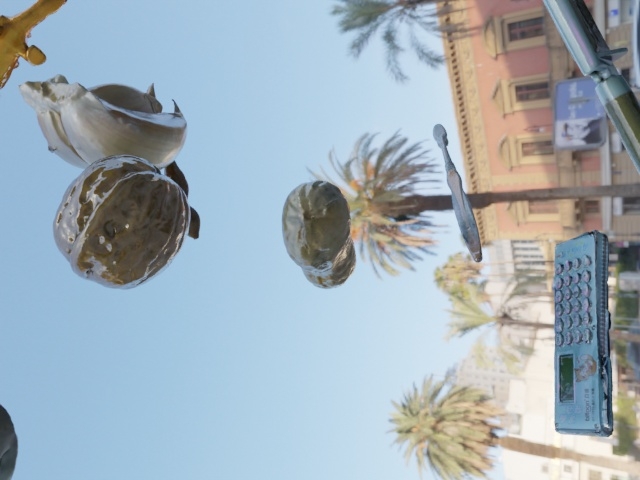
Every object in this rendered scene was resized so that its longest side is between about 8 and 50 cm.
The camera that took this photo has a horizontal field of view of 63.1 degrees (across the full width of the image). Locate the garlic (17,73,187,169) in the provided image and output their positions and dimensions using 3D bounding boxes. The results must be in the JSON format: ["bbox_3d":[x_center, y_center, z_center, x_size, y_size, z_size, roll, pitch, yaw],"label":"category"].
[{"bbox_3d":[-0.434,-0.245,1.110,0.313,0.286,0.249,-5,-96,-68],"label":"garlic"}]

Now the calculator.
[{"bbox_3d":[0.219,0.074,0.439,0.018,0.057,0.171,16,-112,-15],"label":"calculator"}]

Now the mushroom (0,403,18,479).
[{"bbox_3d":[-0.397,0.186,0.392,0.267,0.164,0.189,-35,-39,-39],"label":"mushroom"}]

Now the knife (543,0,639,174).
[{"bbox_3d":[0.172,-0.116,0.322,0.061,0.027,0.342,-17,-99,-50],"label":"knife"}]

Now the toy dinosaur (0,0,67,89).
[{"bbox_3d":[-0.390,-0.180,0.587,0.288,0.117,0.070,-42,-58,3],"label":"toy dinosaur"}]

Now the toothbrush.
[{"bbox_3d":[0.235,-0.098,0.910,0.375,0.028,0.037,-89,-25,-48],"label":"toothbrush"}]

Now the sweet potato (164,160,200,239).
[{"bbox_3d":[-0.340,-0.104,1.253,0.051,0.065,0.218,-177,69,-82],"label":"sweet potato"}]

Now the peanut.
[{"bbox_3d":[0.000,0.000,0.702,0.214,0.100,0.099,72,-150,-64],"label":"peanut"}]

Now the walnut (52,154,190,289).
[{"bbox_3d":[-0.314,-0.025,0.827,0.213,0.213,0.213,0,-90,-58],"label":"walnut"}]
